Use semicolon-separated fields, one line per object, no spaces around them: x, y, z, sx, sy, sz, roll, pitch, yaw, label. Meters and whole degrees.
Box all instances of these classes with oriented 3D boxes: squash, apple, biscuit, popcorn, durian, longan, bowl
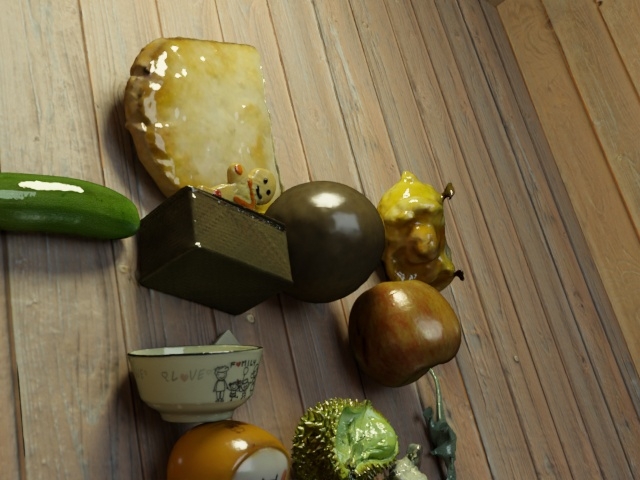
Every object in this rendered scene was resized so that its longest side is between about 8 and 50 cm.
-0.475;-0.062;1.559;0.395;0.107;0.107;8;58;-49;squash
0.192;0.210;2.072;0.264;0.264;0.264;32;41;-34;apple
-0.181;-0.091;1.909;0.234;0.030;0.153;-29;120;-42;biscuit
0.234;-0.018;2.326;0.297;0.281;0.315;59;31;-66;popcorn
-0.258;-0.247;1.965;0.446;0.104;0.429;-9;86;-53;biscuit
0.038;0.420;1.775;0.237;0.176;0.200;-1;55;-59;durian
0.004;0.003;1.969;0.297;0.297;0.297;32;41;-34;longan
-0.220;0.251;1.552;0.238;0.238;0.126;1;87;-52;bowl

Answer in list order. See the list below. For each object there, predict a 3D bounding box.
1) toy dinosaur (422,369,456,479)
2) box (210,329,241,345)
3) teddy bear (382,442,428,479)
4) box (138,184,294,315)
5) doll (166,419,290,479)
0.293;0.437;2.168;0.129;0.076;0.382;67;19;-60;toy dinosaur
-0.200;0.254;1.733;0.090;0.024;0.167;54;33;-8;box
0.217;0.615;1.738;0.362;0.375;0.327;-30;132;-40;teddy bear
-0.210;0.027;1.758;0.273;0.184;0.143;24;46;-42;box
-0.168;0.430;1.512;0.213;0.214;0.235;8;96;-50;doll
